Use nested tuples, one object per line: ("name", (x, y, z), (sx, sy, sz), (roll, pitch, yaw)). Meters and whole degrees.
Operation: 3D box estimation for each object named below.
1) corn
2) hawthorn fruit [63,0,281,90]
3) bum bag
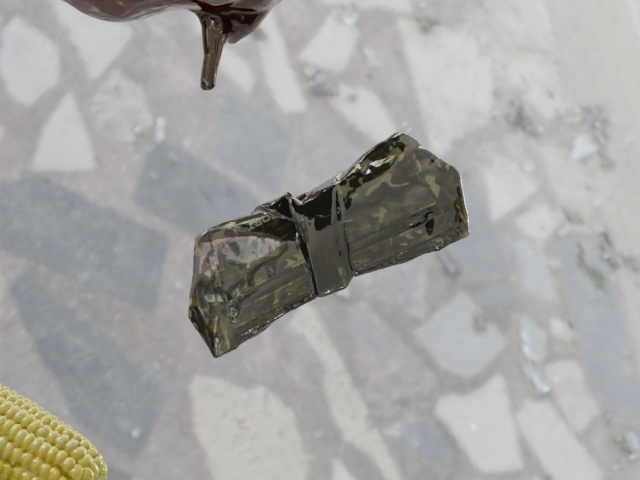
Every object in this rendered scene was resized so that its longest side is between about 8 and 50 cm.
("corn", (-0.297, 0.163, 1.249), (0.244, 0.093, 0.093), (30, 46, 11))
("hawthorn fruit", (-0.129, -0.318, 1.096), (0.325, 0.308, 0.308), (39, 48, -3))
("bum bag", (0.000, -0.001, 1.177), (0.248, 0.069, 0.102), (-26, 88, 0))
